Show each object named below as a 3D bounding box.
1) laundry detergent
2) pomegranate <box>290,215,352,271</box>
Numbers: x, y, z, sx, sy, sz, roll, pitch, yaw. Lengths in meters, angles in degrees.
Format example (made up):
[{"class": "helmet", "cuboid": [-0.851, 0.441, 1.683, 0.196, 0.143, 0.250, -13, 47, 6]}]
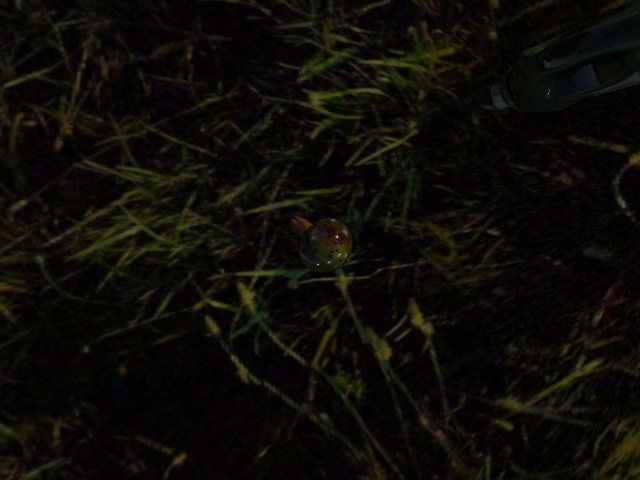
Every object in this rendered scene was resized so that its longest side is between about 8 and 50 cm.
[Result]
[{"class": "laundry detergent", "cuboid": [0.221, -0.149, 0.703, 0.211, 0.137, 0.063, -14, 90, 47]}, {"class": "pomegranate", "cuboid": [0.003, -0.002, 1.106, 0.073, 0.073, 0.084, -26, 83, 24]}]
